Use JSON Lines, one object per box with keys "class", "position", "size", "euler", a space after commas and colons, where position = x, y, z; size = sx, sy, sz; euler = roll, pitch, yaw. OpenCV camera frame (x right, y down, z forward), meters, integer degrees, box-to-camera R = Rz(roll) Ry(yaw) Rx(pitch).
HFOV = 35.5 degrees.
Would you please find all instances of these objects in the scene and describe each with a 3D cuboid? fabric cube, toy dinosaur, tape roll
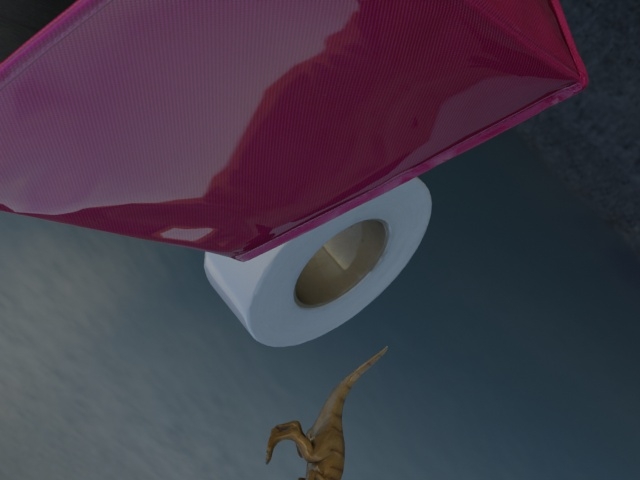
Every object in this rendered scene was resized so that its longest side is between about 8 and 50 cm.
{"class": "fabric cube", "position": [-0.061, -0.164, 0.509], "size": [0.254, 0.259, 0.258], "euler": [-28, 155, 32]}
{"class": "toy dinosaur", "position": [0.002, 0.212, 1.062], "size": [0.112, 0.211, 0.064], "euler": [8, 154, 0]}
{"class": "tape roll", "position": [0.000, 0.000, 1.244], "size": [0.100, 0.286, 0.286], "euler": [47, 159, 28]}
